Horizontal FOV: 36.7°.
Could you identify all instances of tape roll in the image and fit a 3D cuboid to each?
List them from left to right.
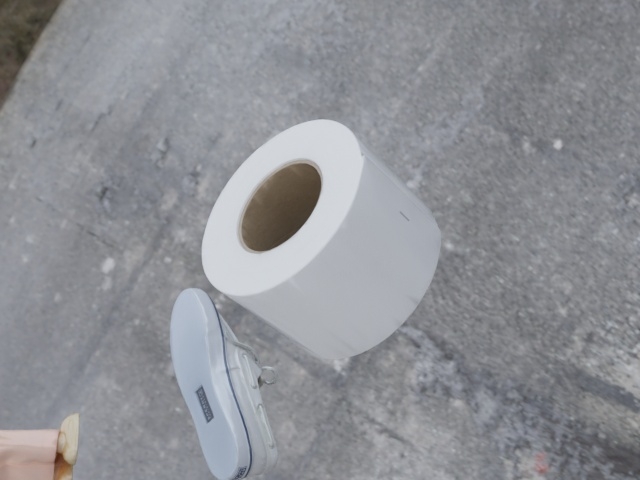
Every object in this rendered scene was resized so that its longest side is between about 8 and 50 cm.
[{"bbox_3d":[0.000,0.000,1.171,0.246,0.169,0.246,-26,43,27],"label":"tape roll"}]

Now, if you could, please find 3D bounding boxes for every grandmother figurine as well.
[{"bbox_3d":[-0.513,0.294,1.318,0.104,0.342,0.208,-118,39,-60],"label":"grandmother figurine"}]

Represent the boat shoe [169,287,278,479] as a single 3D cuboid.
[{"bbox_3d":[-0.155,0.253,1.749,0.136,0.156,0.367,-45,55,34],"label":"boat shoe"}]
